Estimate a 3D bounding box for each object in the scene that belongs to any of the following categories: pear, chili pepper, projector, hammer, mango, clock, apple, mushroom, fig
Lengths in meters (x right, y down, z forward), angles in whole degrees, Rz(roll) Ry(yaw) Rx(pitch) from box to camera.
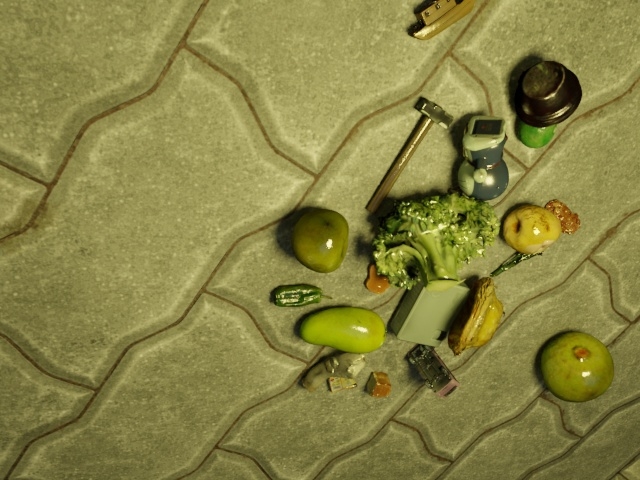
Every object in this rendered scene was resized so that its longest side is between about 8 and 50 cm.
[{"bbox_3d":[0.699,-0.034,1.529,0.178,0.178,0.177,-6,118,-12],"label":"pear"},{"bbox_3d":[-0.048,0.176,1.499,0.204,0.073,0.072,-3,104,-15],"label":"chili pepper"},{"bbox_3d":[0.381,0.236,1.624,0.192,0.099,0.256,16,111,-20],"label":"projector"},{"bbox_3d":[0.247,-0.237,1.380,0.111,0.043,0.365,22,111,-25],"label":"hammer"},{"bbox_3d":[0.078,0.298,1.555,0.294,0.142,0.175,3,134,-4],"label":"mango"},{"bbox_3d":[0.477,-0.226,1.362,0.147,0.199,0.243,2,134,20],"label":"clock"},{"bbox_3d":[0.000,0.000,1.352,0.157,0.196,0.196,8,117,7],"label":"apple"},{"bbox_3d":[0.045,0.457,1.635,0.278,0.096,0.099,-28,166,27],"label":"mushroom"},{"bbox_3d":[1.018,0.528,1.863,0.258,0.258,0.326,-15,133,-7],"label":"fig"}]

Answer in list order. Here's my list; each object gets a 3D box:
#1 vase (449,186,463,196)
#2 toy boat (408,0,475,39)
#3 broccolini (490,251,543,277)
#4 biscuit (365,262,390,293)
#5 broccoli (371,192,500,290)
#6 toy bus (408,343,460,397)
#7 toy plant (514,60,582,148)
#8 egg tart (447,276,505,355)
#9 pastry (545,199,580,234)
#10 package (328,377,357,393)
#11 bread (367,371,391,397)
[{"bbox_3d":[0.436,-0.118,1.480,0.053,0.053,0.100,-13,115,-8],"label":"vase"},{"bbox_3d":[0.316,-0.593,1.200,0.201,0.057,0.077,-33,114,3],"label":"toy boat"},{"bbox_3d":[0.692,0.065,1.658,0.201,0.058,0.074,-32,107,21],"label":"broccolini"},{"bbox_3d":[0.206,0.112,1.555,0.140,0.023,0.118,-43,119,10],"label":"biscuit"},{"bbox_3d":[0.329,0.007,1.396,0.339,0.317,0.277,23,147,18],"label":"broccoli"},{"bbox_3d":[0.415,0.470,1.701,0.096,0.199,0.108,-45,130,10],"label":"toy bus"},{"bbox_3d":[0.651,-0.392,1.338,0.218,0.175,0.235,-52,143,7],"label":"toy plant"},{"bbox_3d":[0.535,0.267,1.577,0.116,0.295,0.294,26,111,6],"label":"egg tart"},{"bbox_3d":[0.844,-0.074,1.604,0.170,0.063,0.087,28,105,-25],"label":"pastry"},{"bbox_3d":[0.075,0.507,1.722,0.108,0.031,0.120,-16,112,-7],"label":"package"},{"bbox_3d":[0.222,0.546,1.751,0.070,0.083,0.076,14,109,-11],"label":"bread"}]
